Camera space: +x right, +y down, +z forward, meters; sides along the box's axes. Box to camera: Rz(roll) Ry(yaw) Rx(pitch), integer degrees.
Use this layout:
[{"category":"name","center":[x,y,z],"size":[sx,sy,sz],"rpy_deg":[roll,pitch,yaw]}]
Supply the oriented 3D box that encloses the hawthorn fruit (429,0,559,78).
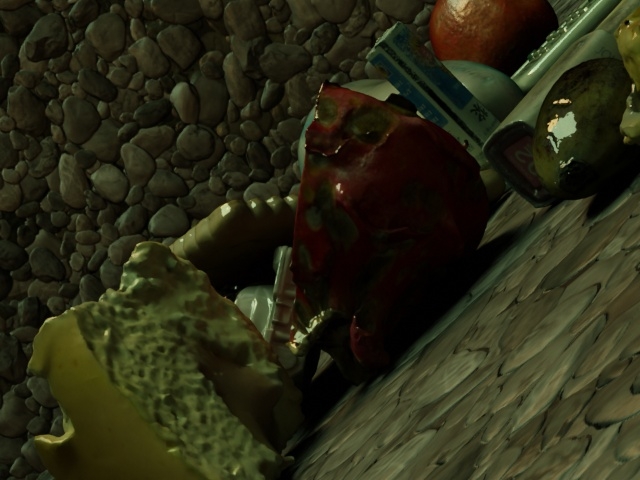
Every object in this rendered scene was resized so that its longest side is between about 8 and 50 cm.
[{"category":"hawthorn fruit","center":[0.216,-0.280,2.517],"size":[0.169,0.188,0.169],"rpy_deg":[-40,-18,-16]}]

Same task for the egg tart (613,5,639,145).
[{"category":"egg tart","center":[0.296,-0.174,1.303],"size":[0.279,0.095,0.279],"rpy_deg":[-46,3,3]}]

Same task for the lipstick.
[{"category":"lipstick","center":[0.238,-0.138,1.613],"size":[0.253,0.079,0.077],"rpy_deg":[-48,5,-32]}]

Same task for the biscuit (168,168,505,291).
[{"category":"biscuit","center":[0.000,0.000,1.827],"size":[0.325,0.044,0.217],"rpy_deg":[-8,-15,-34]}]

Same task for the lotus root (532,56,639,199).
[{"category":"lotus root","center":[0.202,-0.086,1.441],"size":[0.089,0.080,0.179],"rpy_deg":[-45,3,29]}]

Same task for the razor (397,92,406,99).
[{"category":"razor","center":[0.052,-0.098,1.869],"size":[0.068,0.037,0.191],"rpy_deg":[-32,16,50]}]

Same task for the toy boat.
[{"category":"toy boat","center":[-0.062,0.098,1.775],"size":[0.141,0.141,0.269],"rpy_deg":[-47,1,-21]}]

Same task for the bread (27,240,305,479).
[{"category":"bread","center":[-0.141,0.159,1.599],"size":[0.183,0.224,0.211],"rpy_deg":[-41,-8,-47]}]

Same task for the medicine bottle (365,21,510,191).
[{"category":"medicine bottle","center":[0.125,-0.128,1.860],"size":[0.051,0.191,0.051],"rpy_deg":[-44,6,5]}]

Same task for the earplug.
[{"category":"earplug","center":[0.115,-0.110,2.044],"size":[0.185,0.185,0.324],"rpy_deg":[-46,10,-19]}]

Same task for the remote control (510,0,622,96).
[{"category":"remote control","center":[0.329,-0.259,2.025],"size":[0.335,0.065,0.128],"rpy_deg":[-45,2,-4]}]

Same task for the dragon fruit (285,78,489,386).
[{"category":"dragon fruit","center":[0.055,0.023,1.618],"size":[0.262,0.134,0.211],"rpy_deg":[66,-136,-59]}]
